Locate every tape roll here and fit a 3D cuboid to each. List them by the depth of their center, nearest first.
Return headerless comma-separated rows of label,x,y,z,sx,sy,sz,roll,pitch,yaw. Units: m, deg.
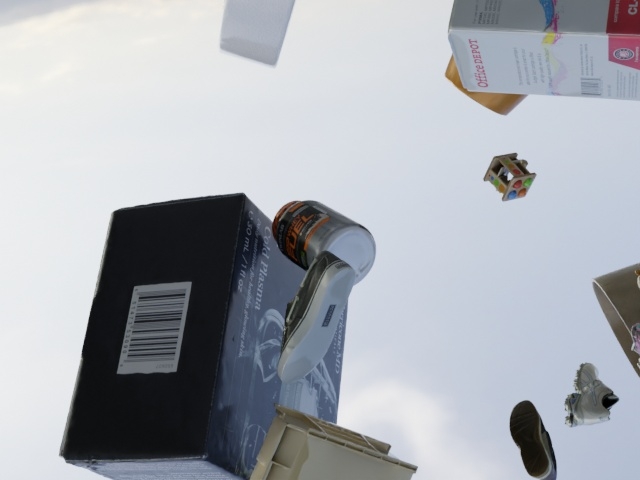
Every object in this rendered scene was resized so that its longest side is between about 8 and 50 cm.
tape roll,-0.027,-0.379,1.099,0.072,0.391,0.392,15,-156,-5

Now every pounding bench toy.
pounding bench toy,0.327,-0.105,1.683,0.083,0.052,0.065,-12,-130,-32

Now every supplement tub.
supplement tub,0.000,0.000,1.730,0.117,0.117,0.190,-21,-153,-24

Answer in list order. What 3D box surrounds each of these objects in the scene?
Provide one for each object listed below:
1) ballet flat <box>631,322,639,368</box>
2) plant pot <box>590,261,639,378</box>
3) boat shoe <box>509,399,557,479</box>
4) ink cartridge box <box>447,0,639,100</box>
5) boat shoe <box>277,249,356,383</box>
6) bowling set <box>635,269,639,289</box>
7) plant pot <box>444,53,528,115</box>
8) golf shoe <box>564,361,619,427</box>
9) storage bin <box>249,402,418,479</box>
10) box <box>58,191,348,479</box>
ballet flat,0.499,0.175,1.484,0.079,0.221,0.077,23,-108,38
plant pot,0.638,0.116,1.692,0.274,0.256,0.256,-27,-157,6
boat shoe,0.344,0.327,1.634,0.056,0.049,0.152,-29,-144,22
ink cartridge box,0.213,-0.188,0.915,0.175,0.072,0.127,6,165,17
boat shoe,-0.017,0.121,1.599,0.078,0.219,0.070,13,-161,-47
bowling set,0.611,0.111,1.490,0.154,0.287,0.200,-49,176,-4
plant pot,0.308,-0.319,1.683,0.205,0.188,0.205,30,-161,-11
golf shoe,0.486,0.276,1.789,0.086,0.069,0.176,0,-155,24
storage bin,-0.014,0.434,1.654,0.260,0.262,0.123,25,178,-25
box,-0.184,0.237,1.883,0.298,0.472,0.479,-6,-118,23
